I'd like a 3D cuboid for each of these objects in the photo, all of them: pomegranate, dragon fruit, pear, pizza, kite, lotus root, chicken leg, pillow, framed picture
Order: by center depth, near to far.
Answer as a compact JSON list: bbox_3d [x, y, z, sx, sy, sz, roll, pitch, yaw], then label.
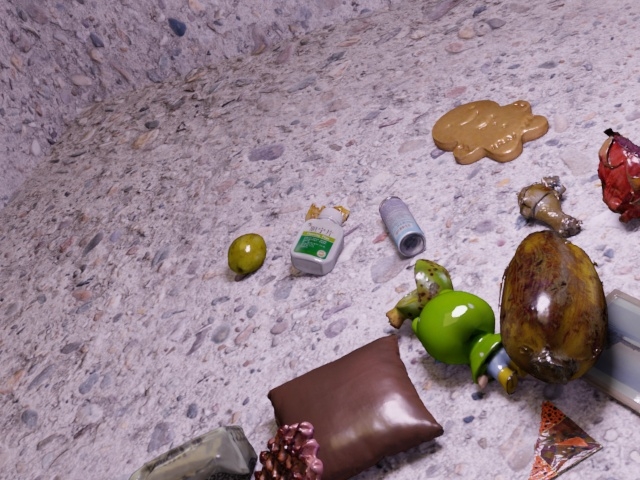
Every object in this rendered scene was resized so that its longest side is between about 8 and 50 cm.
[{"bbox_3d":[0.428,0.356,1.520,0.125,0.008,0.222,-6,37,31],"label":"kite"},{"bbox_3d":[0.581,0.205,1.610,0.213,0.016,0.289,-37,32,-13],"label":"framed picture"},{"bbox_3d":[0.437,0.121,1.639,0.196,0.179,0.397,16,38,5],"label":"lotus root"},{"bbox_3d":[0.058,0.339,1.736,0.306,0.108,0.308,-26,35,1],"label":"pillow"},{"bbox_3d":[0.674,-0.116,1.879,0.148,0.224,0.218,-60,-2,23],"label":"dragon fruit"},{"bbox_3d":[0.228,0.132,1.903,0.169,0.122,0.143,-62,0,6],"label":"pomegranate"},{"bbox_3d":[0.519,-0.077,2.014,0.125,0.080,0.196,-10,34,5],"label":"chicken leg"},{"bbox_3d":[-0.199,0.033,2.383,0.107,0.107,0.131,-2,48,36],"label":"pear"},{"bbox_3d":[0.017,-0.060,2.409,0.131,0.041,0.178,-16,33,16],"label":"pizza"}]

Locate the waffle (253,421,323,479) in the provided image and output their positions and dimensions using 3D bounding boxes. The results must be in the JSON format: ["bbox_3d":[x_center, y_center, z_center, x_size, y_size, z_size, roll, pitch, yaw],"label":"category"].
[{"bbox_3d":[-0.061,0.450,1.607,0.221,0.056,0.234,-45,39,40],"label":"waffle"}]

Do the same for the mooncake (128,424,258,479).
[{"bbox_3d":[-0.249,0.465,1.706,0.250,0.136,0.254,-30,-11,-4],"label":"mooncake"}]

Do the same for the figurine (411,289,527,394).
[{"bbox_3d":[0.301,0.196,1.734,0.162,0.143,0.263,-49,46,-5],"label":"figurine"}]

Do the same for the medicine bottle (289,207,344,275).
[{"bbox_3d":[0.000,0.000,2.279,0.119,0.069,0.183,13,50,18],"label":"medicine bottle"}]

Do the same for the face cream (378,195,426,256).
[{"bbox_3d":[0.202,-0.046,2.214,0.075,0.075,0.229,-26,32,4],"label":"face cream"}]

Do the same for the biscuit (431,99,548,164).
[{"bbox_3d":[0.456,-0.313,2.426,0.275,0.052,0.355,-37,33,-14],"label":"biscuit"}]
